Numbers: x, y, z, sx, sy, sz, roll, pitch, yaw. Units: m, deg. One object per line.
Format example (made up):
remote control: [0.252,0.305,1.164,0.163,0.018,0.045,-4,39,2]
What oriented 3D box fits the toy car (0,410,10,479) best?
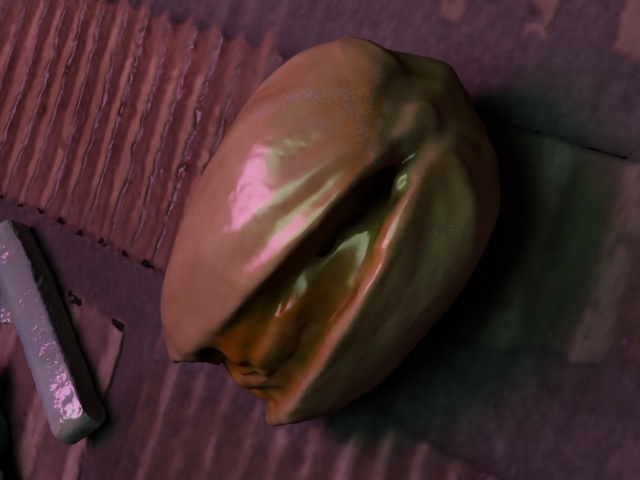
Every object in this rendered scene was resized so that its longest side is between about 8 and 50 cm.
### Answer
toy car: [-0.274,0.241,1.004,0.141,0.097,0.321,-25,66,35]

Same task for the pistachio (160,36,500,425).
pistachio: [0.000,0.000,0.781,0.229,0.157,0.157,-56,51,26]

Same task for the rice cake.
rice cake: [-0.197,0.063,1.013,0.042,0.030,0.180,-37,59,16]
